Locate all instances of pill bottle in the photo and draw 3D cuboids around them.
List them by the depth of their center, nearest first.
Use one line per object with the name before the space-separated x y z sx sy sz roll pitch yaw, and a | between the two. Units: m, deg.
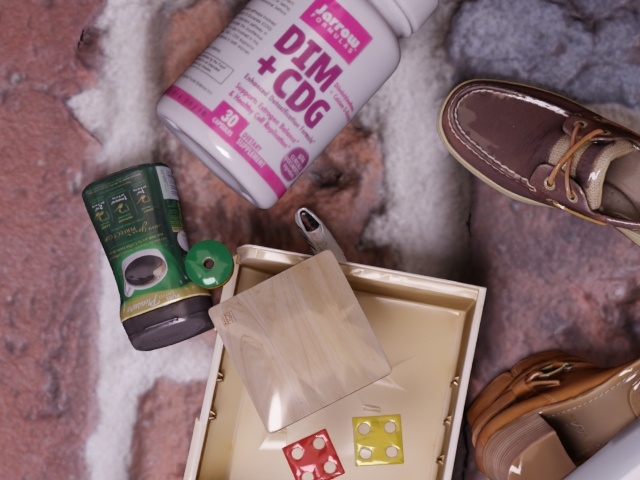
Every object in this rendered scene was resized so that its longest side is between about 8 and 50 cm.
pill bottle | -0.020 -0.185 1.600 0.160 0.160 0.283 41 84 6

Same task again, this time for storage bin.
storage bin | 0.011 0.157 1.567 0.260 0.123 0.262 11 82 2

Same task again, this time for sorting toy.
sorting toy | -0.015 0.106 1.491 0.132 0.046 0.274 -27 81 -3

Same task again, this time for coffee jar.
coffee jar | -0.175 0.019 1.612 0.096 0.079 0.184 -19 81 10

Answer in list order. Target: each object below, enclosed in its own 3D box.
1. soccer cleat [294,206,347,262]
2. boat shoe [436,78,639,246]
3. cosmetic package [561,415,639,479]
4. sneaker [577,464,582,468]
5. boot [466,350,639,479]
soccer cleat | 0.000 0.000 1.635 0.029 0.035 0.083 -33 82 -4
boat shoe | 0.282 -0.077 1.598 0.342 0.123 0.123 30 83 5
cosmetic package | 0.405 0.305 1.389 0.284 0.097 0.377 -40 100 2
sneaker | 0.296 0.298 1.546 0.252 0.111 0.103 34 83 6
boot | 0.278 0.153 1.518 0.283 0.220 0.109 -32 101 0
